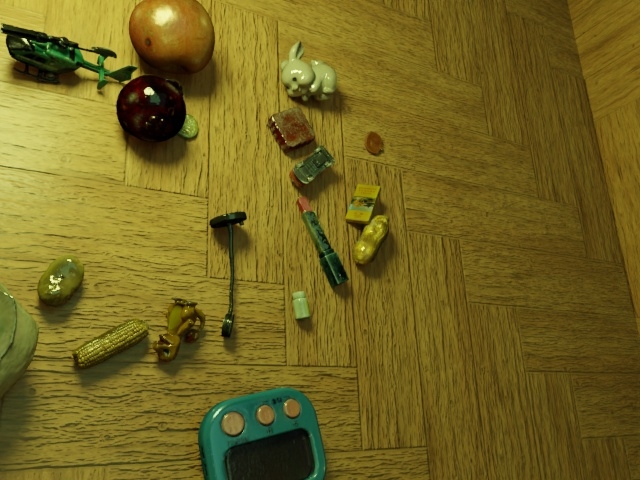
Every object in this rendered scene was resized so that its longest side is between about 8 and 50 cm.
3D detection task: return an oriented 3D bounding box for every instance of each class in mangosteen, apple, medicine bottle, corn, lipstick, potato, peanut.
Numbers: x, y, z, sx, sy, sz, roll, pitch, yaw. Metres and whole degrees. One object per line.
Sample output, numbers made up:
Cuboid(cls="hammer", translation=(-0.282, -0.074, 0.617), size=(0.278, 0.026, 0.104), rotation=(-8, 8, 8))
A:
Cuboid(cls="mangosteen", translation=(-0.488, -0.384, 1.741), size=(0.210, 0.210, 0.209), rotation=(11, 67, -27))
Cuboid(cls="apple", translation=(-0.445, -0.613, 1.821), size=(0.254, 0.253, 0.253), rotation=(11, 67, -27))
Cuboid(cls="medicine bottle", translation=(-0.060, 0.201, 1.860), size=(0.047, 0.047, 0.083), rotation=(-2, 74, -31))
Cuboid(cls="corn", translation=(-0.532, 0.261, 1.546), size=(0.207, 0.068, 0.068), rotation=(-27, 88, -36))
Cuboid(cls="lipstick", translation=(0.000, 0.000, 1.970), size=(0.051, 0.051, 0.312), rotation=(-20, 82, -32))
Cuboid(cls="potato", translation=(-0.657, 0.104, 1.527), size=(0.092, 0.070, 0.137), rotation=(32, 57, -11))
Cuboid(cls="peanut", translation=(0.173, -0.002, 2.052), size=(0.087, 0.087, 0.206), rotation=(39, 60, -13))

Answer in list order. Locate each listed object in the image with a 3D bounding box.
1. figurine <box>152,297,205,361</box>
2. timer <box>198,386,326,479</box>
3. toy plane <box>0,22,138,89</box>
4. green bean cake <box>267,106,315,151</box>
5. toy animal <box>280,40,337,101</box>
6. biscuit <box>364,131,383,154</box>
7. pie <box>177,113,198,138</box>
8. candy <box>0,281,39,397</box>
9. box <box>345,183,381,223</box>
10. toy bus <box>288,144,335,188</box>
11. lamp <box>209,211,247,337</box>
Cuboid(cls="figurine", translation=(-0.379, 0.250, 1.638), size=(0.122, 0.121, 0.176), rotation=(43, 66, -43))
Cuboid(cls="timer", translation=(-0.157, 0.569, 1.627), size=(0.340, 0.115, 0.308), rotation=(-5, 74, -32))
Cuboid(cls="toy plane", translation=(-0.708, -0.508, 1.678), size=(0.382, 0.155, 0.106), rotation=(14, 64, -45))
Cuboid(cls="green bean cake", translation=(-0.100, -0.375, 2.043), size=(0.135, 0.056, 0.135), rotation=(-28, 88, -33))
Cuboid(cls="toy animal", translation=(-0.043, -0.579, 2.109), size=(0.193, 0.127, 0.178), rotation=(15, 63, -24))
Cuboid(cls="biscuit", translation=(0.200, -0.359, 2.240), size=(0.078, 0.015, 0.091), rotation=(35, 59, -17))
Cuboid(cls="pie", translation=(-0.417, -0.356, 1.871), size=(0.085, 0.017, 0.085), rotation=(11, 67, -26))
Cuboid(cls="candy", translation=(-0.845, 0.232, 1.298), size=(0.386, 0.186, 0.426), rotation=(35, 60, -6))
Cuboid(cls="box", translation=(0.148, -0.127, 2.089), size=(0.087, 0.023, 0.155), rotation=(9, 59, 20))
Cuboid(cls="toy bus", translation=(-0.035, -0.241, 2.019), size=(0.079, 0.077, 0.174), rotation=(51, 56, -5))
Cuboid(cls="lamp", translation=(-0.289, 0.092, 1.761), size=(0.109, 0.130, 0.371), rotation=(7, 81, -5))
